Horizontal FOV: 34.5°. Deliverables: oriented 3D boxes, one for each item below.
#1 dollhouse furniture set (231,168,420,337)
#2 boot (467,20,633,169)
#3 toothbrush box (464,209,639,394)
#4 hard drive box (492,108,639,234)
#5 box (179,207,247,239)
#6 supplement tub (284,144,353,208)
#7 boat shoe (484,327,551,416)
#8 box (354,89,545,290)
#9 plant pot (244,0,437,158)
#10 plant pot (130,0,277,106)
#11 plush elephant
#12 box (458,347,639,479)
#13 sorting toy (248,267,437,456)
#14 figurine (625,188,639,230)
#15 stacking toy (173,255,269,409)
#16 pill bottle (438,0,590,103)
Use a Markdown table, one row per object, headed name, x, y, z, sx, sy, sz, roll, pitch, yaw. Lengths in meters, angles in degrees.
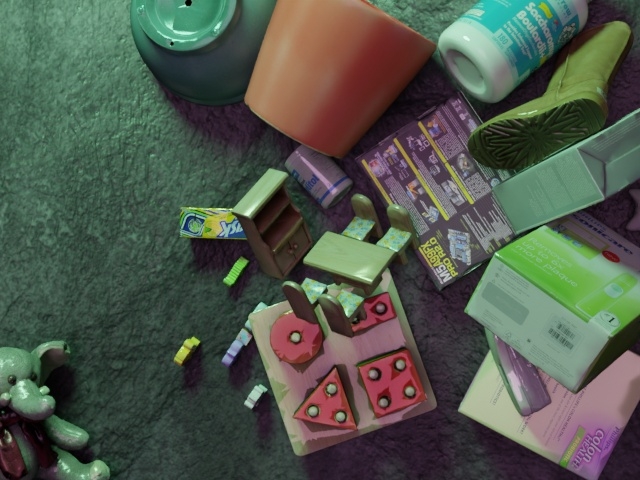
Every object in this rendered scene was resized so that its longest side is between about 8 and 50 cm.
| name | x | y | z | sx | sy | sz | roll | pitch | yaw |
| --- | --- | --- | --- | --- | --- | --- | --- | --- | --- |
| dollhouse furniture set | 0.000 | 0.000 | 1.666 | 0.242 | 0.161 | 0.212 | 17 | 55 | 36 |
| boot | 0.371 | -0.230 | 1.637 | 0.236 | 0.269 | 0.089 | -15 | 118 | 32 |
| toothbrush box | 0.388 | 0.082 | 1.563 | 0.206 | 0.283 | 0.122 | 38 | 125 | 24 |
| hard drive box | 0.406 | -0.109 | 1.585 | 0.181 | 0.232 | 0.089 | -28 | 90 | -24 |
| box | -0.158 | -0.029 | 1.807 | 0.169 | 0.059 | 0.054 | 1 | 91 | 11 |
| supplement tub | -0.002 | -0.113 | 1.776 | 0.071 | 0.071 | 0.107 | -45 | 81 | 6 |
| boat shoe | 0.306 | 0.179 | 1.597 | 0.063 | 0.066 | 0.184 | -21 | 82 | -5 |
| box | 0.219 | -0.083 | 1.739 | 0.216 | 0.060 | 0.270 | -34 | 83 | 8 |
| plant pot | 0.017 | -0.285 | 1.694 | 0.275 | 0.275 | 0.243 | 33 | 103 | 10 |
| plant pot | -0.201 | -0.388 | 1.757 | 0.293 | 0.196 | 0.293 | 0 | 89 | 10 |
| plush elephant | -0.523 | 0.299 | 1.760 | 0.330 | 0.272 | 0.255 | 36 | 122 | 33 |
| box | 0.380 | 0.234 | 1.671 | 0.243 | 0.117 | 0.213 | 27 | 93 | 11 |
| sorting toy | 0.036 | 0.203 | 1.724 | 0.256 | 0.089 | 0.257 | -20 | 87 | -1 |
| figurine | 0.598 | 0.012 | 1.657 | 0.210 | 0.092 | 0.214 | -1 | 87 | 15 |
| stacking toy | -0.131 | 0.163 | 1.801 | 0.167 | 0.052 | 0.221 | 33 | 94 | 10 |
| pill bottle | 0.329 | -0.354 | 1.666 | 0.264 | 0.146 | 0.146 | -42 | 81 | -10 |
